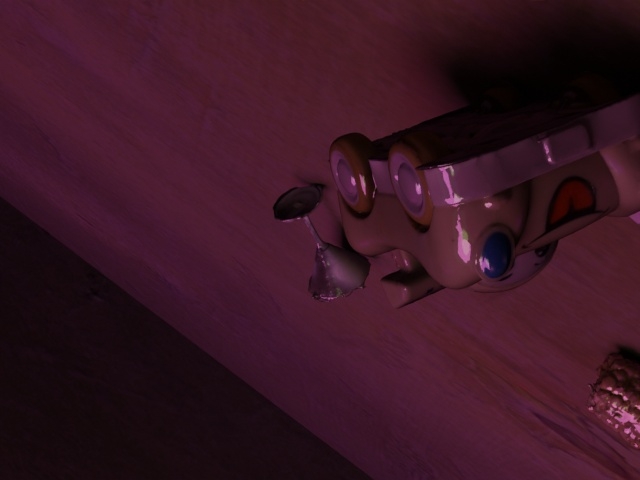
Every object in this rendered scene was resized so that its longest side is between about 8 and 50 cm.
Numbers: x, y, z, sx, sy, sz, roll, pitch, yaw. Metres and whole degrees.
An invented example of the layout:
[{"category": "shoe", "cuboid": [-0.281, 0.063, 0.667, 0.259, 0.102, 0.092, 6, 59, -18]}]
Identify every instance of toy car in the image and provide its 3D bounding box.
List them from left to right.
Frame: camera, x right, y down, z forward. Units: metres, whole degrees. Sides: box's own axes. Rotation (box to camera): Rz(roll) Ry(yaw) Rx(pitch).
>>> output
[{"category": "toy car", "cuboid": [0.170, -0.032, 0.973, 0.336, 0.242, 0.226, 18, 127, 68]}]

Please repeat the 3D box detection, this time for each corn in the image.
[{"category": "corn", "cuboid": [0.516, 0.280, 1.288, 0.335, 0.126, 0.126, 39, 158, 14]}]

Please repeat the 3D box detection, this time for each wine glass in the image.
[{"category": "wine glass", "cuboid": [0.000, 0.000, 1.594, 0.122, 0.122, 0.183, 16, 143, 45]}]

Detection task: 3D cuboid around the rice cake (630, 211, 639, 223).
[{"category": "rice cake", "cuboid": [0.341, -0.106, 0.913, 0.106, 0.050, 0.298, 39, 158, 5]}]
